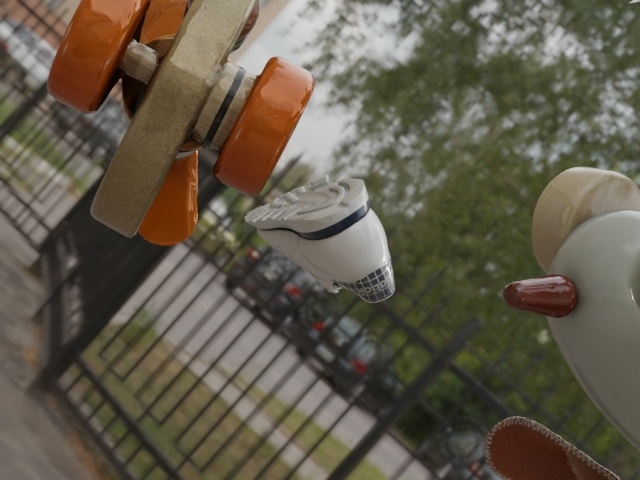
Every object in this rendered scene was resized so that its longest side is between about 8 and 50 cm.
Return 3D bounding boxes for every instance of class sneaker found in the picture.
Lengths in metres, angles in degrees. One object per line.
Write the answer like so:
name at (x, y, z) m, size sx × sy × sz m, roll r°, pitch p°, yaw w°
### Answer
sneaker at (0.000, 0.000, 1.107) m, size 0.094 × 0.090 × 0.235 m, roll 59°, pitch -7°, yaw -13°

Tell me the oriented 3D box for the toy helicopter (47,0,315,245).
toy helicopter at (-0.068, -0.148, 0.861) m, size 0.140 × 0.355 × 0.235 m, roll 26°, pitch -33°, yaw -6°

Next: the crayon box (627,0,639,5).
crayon box at (0.545, -0.381, 1.531) m, size 0.319 × 0.202 × 0.081 m, roll -2°, pitch -64°, yaw 54°

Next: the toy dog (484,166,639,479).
toy dog at (0.190, 0.117, 0.800) m, size 0.220 × 0.161 × 0.333 m, roll -17°, pitch -92°, yaw 63°
